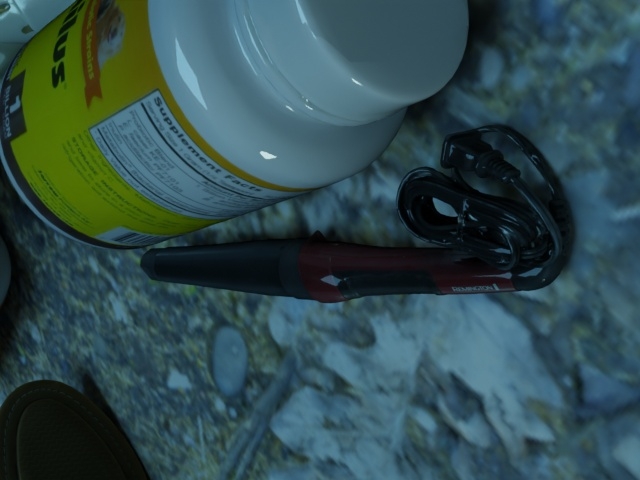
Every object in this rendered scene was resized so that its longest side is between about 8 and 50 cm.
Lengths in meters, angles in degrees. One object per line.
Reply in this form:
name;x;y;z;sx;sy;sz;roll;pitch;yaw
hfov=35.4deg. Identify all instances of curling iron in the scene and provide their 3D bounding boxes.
curling iron;0.000;0.000;0.469;0.274;0.035;0.068;-9;98;49

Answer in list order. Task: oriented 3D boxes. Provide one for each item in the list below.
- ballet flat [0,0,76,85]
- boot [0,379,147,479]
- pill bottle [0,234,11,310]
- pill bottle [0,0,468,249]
ballet flat;-0.163;-0.118;0.546;0.247;0.087;0.083;-32;83;50
boot;-0.198;0.247;0.776;0.220;0.109;0.283;-19;101;54
pill bottle;-0.324;0.070;0.792;0.121;0.121;0.216;53;139;14
pill bottle;-0.044;-0.068;0.417;0.215;0.117;0.117;-16;97;50
